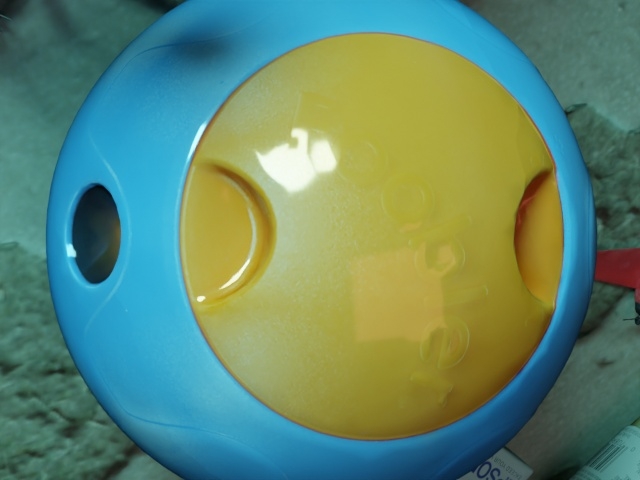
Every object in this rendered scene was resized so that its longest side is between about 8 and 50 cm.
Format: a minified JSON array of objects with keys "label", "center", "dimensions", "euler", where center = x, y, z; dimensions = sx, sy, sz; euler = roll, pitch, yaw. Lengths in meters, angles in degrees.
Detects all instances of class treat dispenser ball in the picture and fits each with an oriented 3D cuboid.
[{"label":"treat dispenser ball","center":[0.000,0.000,0.634],"dimensions":[0.288,0.288,0.288],"euler":[-13,118,-26]}]

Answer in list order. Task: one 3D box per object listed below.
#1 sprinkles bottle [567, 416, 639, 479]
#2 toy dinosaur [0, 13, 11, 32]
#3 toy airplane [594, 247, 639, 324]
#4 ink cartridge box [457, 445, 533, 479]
[{"label":"sprinkles bottle","center":[0.237,0.259,1.002],"dimensions":[0.355,0.121,0.121],"euler":[-40,126,-10]},{"label":"toy dinosaur","center":[-0.186,-0.144,0.611],"dimensions":[0.082,0.047,0.090],"euler":[-46,119,-29]},{"label":"toy airplane","center":[0.285,0.002,0.971],"dimensions":[0.151,0.028,0.151],"euler":[-12,117,-25]},{"label":"ink cartridge box","center":[0.030,0.210,0.900],"dimensions":[0.224,0.045,0.223],"euler":[-52,128,-1]}]
